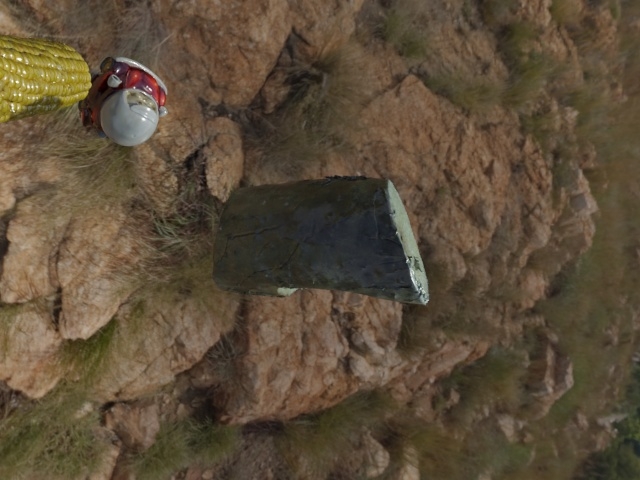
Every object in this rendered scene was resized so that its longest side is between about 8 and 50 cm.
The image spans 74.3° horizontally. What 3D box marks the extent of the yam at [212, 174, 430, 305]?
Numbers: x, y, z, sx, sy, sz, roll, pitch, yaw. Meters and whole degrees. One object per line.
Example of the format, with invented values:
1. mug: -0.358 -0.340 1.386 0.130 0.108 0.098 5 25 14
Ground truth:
1. yam: 0.000 0.000 0.496 0.154 0.254 0.154 3 90 -73

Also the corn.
1. corn: -0.355 -0.184 0.480 0.293 0.106 0.106 -83 157 -67

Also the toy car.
1. toy car: -0.314 -0.203 0.678 0.112 0.139 0.112 25 34 -58
